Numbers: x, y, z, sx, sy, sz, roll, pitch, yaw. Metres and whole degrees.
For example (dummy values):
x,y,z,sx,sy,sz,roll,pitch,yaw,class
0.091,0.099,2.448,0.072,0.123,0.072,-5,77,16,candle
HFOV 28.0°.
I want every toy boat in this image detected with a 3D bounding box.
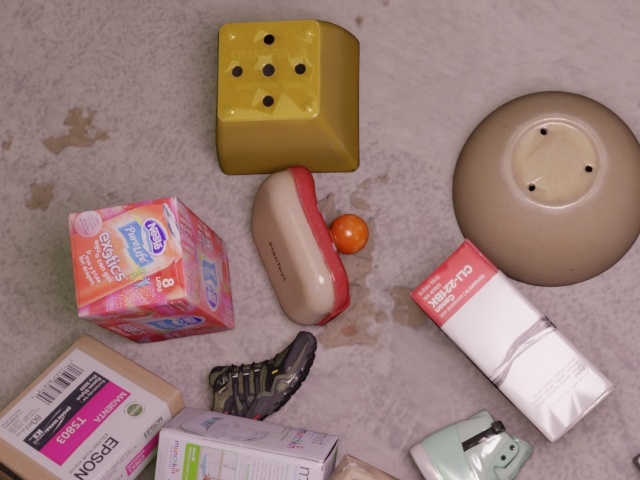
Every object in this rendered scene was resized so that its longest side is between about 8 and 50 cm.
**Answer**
x,y,z,sx,sy,sz,roll,pitch,yaw,class
0.000,0.000,1.852,0.151,0.151,0.231,-17,77,-26,toy boat

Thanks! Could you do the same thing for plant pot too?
x,y,z,sx,sy,sz,roll,pitch,yaw,class
-0.059,-0.219,1.857,0.212,0.187,0.212,-1,81,8,plant pot
0.320,-0.088,1.778,0.284,0.191,0.284,-2,80,9,plant pot

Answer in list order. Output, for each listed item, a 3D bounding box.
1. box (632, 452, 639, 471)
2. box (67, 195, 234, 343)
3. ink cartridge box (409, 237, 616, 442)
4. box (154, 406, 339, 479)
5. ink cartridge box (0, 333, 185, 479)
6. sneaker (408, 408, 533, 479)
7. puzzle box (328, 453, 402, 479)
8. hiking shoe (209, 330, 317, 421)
x,y,z,sx,sy,sz,roll,pitch,yaw,class
0.487,0.311,1.730,0.087,0.101,0.102,-36,77,2,box
-0.226,0.048,1.777,0.154,0.300,0.142,-10,77,5,box
0.261,0.142,1.743,0.114,0.197,0.273,-45,77,1,ink cartridge box
-0.109,0.385,1.754,0.231,0.127,0.261,8,100,9,box
-0.333,0.267,1.796,0.193,0.088,0.234,26,53,26,ink cartridge box
0.251,0.356,1.762,0.151,0.094,0.256,-33,79,-1,sneaker
0.046,0.503,1.677,0.272,0.052,0.409,28,103,-14,puzzle box
-0.102,0.206,1.842,0.114,0.086,0.227,40,89,9,hiking shoe
